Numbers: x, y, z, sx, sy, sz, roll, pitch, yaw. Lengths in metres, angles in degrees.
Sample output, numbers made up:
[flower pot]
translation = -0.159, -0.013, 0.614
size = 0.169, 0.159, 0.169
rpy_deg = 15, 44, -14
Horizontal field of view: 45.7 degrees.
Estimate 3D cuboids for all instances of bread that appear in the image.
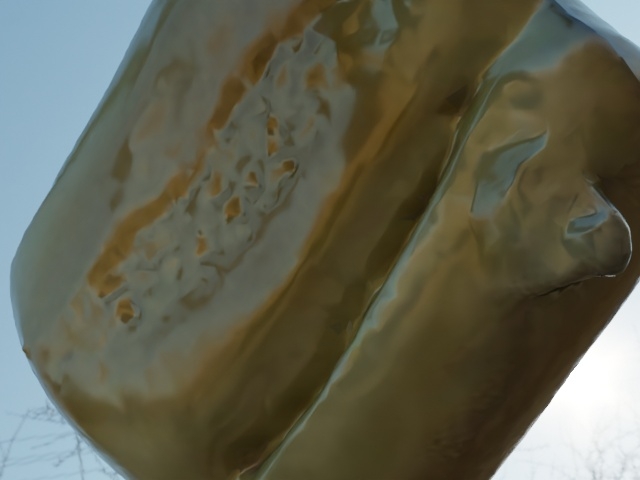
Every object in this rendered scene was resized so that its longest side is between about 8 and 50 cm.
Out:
[bread]
translation = 0.000, 0.000, 0.489
size = 0.376, 0.348, 0.253
rpy_deg = -58, -24, 9
